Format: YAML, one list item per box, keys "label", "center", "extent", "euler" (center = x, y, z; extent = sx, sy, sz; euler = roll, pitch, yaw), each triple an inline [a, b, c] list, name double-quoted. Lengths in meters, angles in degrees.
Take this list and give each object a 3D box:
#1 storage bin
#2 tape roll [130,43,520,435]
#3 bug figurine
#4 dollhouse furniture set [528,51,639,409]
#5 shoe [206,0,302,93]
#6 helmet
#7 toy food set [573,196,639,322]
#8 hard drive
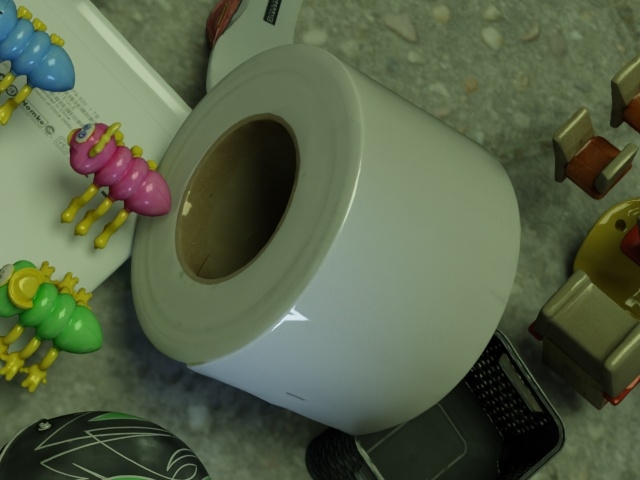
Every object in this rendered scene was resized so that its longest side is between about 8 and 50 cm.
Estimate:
- label: "storage bin"
  center: [0.094, 0.165, 1.169]
  extent: [0.180, 0.084, 0.122]
  euler: [-33, 88, -36]
- label: "tape roll"
  center: [0.000, 0.000, 1.064]
  extent: [0.169, 0.246, 0.246]
  euler: [28, 57, -37]
- label: "bug figurine"
  center: [-0.213, -0.034, 1.007]
  extent: [0.216, 0.072, 0.279]
  euler: [37, 61, -23]
- label: "dollhouse furniture set"
  center: [0.300, 0.015, 1.250]
  extent: [0.259, 0.135, 0.262]
  euler: [-44, 69, -9]
- label: "shoe"
  center: [-0.064, -0.161, 1.214]
  extent: [0.063, 0.081, 0.178]
  euler: [28, 56, -17]
- label: "helmet"
  center: [-0.149, 0.191, 0.971]
  extent: [0.169, 0.161, 0.169]
  euler: [11, 65, -25]
- label: "toy food set"
  center: [0.328, 0.054, 1.365]
  extent: [0.218, 0.071, 0.128]
  euler: [40, 80, -7]
- label: "hard drive"
  center: [-0.256, -0.040, 1.078]
  extent: [0.233, 0.047, 0.353]
  euler: [47, 55, -5]
